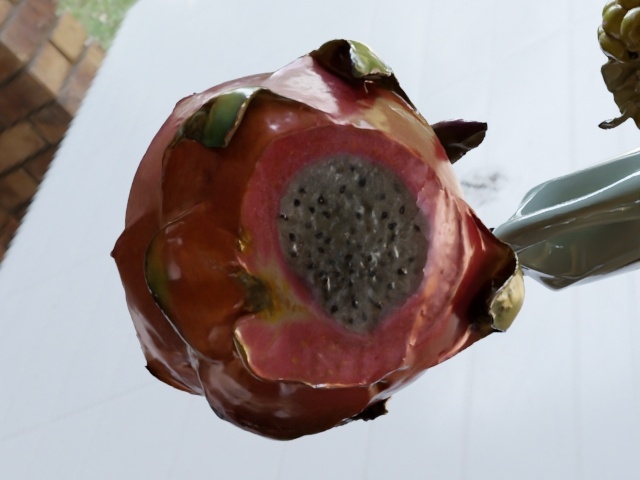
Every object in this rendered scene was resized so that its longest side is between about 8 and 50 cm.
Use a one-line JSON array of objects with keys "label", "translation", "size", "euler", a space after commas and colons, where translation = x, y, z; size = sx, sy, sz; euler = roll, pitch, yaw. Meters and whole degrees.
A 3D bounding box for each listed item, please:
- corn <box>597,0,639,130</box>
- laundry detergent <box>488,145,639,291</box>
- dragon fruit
[{"label": "corn", "translation": [0.262, -0.140, 0.528], "size": [0.310, 0.101, 0.101], "euler": [-29, 32, 17]}, {"label": "laundry detergent", "translation": [0.255, -0.019, 1.038], "size": [0.280, 0.215, 0.105], "euler": [-18, 81, 28]}, {"label": "dragon fruit", "translation": [0.000, 0.000, 0.815], "size": [0.291, 0.290, 0.189], "euler": [-56, 23, -22]}]
